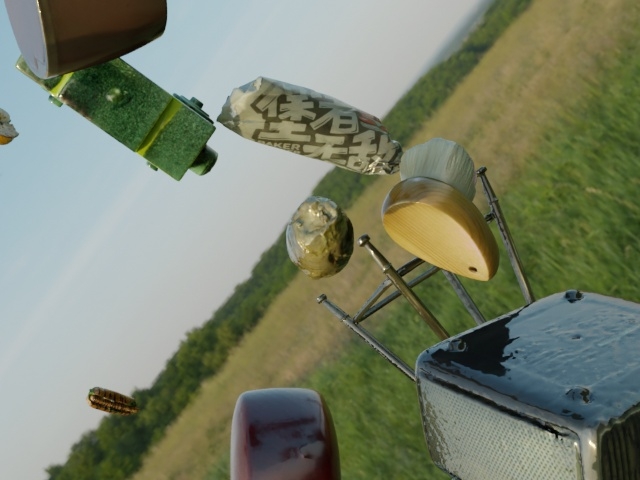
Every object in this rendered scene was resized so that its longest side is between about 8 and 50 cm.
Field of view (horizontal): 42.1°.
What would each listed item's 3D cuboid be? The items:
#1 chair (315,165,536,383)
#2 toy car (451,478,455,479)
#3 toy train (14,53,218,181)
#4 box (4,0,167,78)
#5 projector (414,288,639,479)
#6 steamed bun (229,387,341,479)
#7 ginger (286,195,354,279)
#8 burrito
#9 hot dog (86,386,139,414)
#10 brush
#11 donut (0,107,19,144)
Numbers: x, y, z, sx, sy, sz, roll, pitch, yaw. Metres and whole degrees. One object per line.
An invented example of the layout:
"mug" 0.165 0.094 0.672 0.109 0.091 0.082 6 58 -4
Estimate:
"chair" 0.287 0.149 1.823 0.362 0.410 0.364 -30 -14 -26
"toy car" 0.302 0.480 1.478 0.056 0.205 0.095 -30 43 31
"toy train" -0.387 -0.275 1.629 0.179 0.442 0.272 -55 12 1
"box" -0.391 -0.421 1.353 0.216 0.300 0.301 -17 -12 -23
"projector" 0.420 0.256 1.330 0.395 0.241 0.405 -17 16 -28
"steamed bun" -0.075 0.487 1.771 0.248 0.235 0.379 100 167 -58
"ginger" 0.000 0.000 1.310 0.109 0.116 0.263 -34 -3 0
"burrito" 0.012 -0.226 1.708 0.138 0.446 0.101 -65 23 24
"hot dog" -0.422 0.330 1.692 0.049 0.122 0.037 -59 39 7
"brush" 0.250 -0.050 1.588 0.174 0.267 0.166 -31 25 51
"donut" -0.702 -0.247 1.776 0.097 0.108 0.043 17 -59 -47
